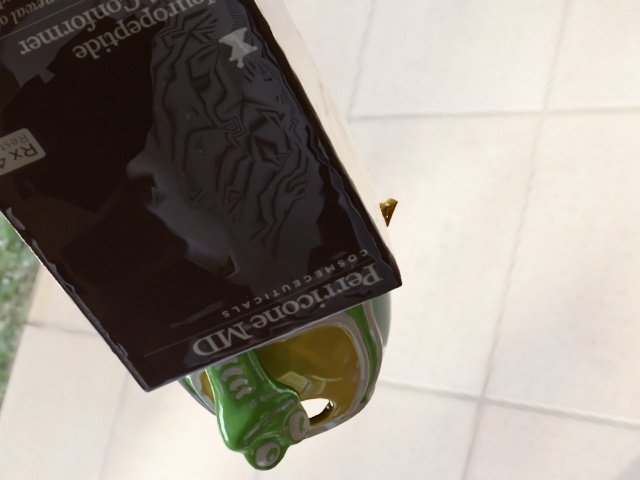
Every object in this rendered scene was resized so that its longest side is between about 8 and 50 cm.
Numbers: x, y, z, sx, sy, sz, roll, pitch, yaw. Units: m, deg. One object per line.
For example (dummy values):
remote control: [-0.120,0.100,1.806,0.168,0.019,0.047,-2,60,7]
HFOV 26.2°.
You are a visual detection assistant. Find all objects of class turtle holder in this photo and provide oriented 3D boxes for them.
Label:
turtle holder: [-0.032,0.066,1.270,0.243,0.227,0.320,-29,17,-14]

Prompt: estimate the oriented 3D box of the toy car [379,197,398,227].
toy car: [0.000,0.000,1.019,0.060,0.040,0.122,48,126,16]

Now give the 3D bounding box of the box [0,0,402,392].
box: [-0.111,-0.097,0.794,0.191,0.381,0.143,-24,44,8]
